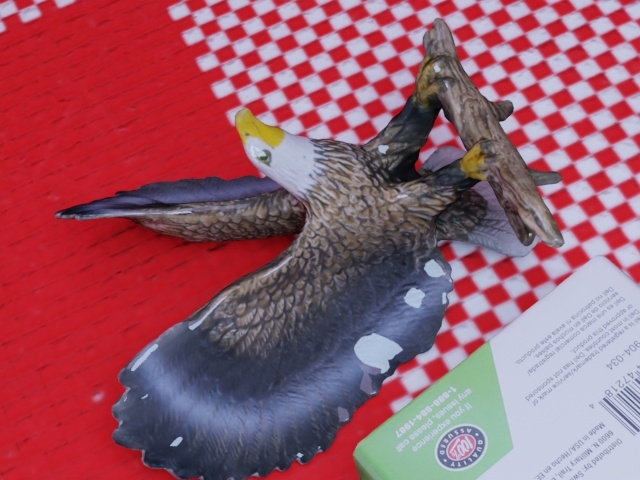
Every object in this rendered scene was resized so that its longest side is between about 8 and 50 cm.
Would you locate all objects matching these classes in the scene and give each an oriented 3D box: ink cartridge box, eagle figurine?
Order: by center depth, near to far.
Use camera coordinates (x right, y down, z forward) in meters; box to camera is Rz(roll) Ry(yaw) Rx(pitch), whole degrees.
[{"bbox_3d":[0.182,0.172,0.770,0.198,0.114,0.273,-36,59,-15],"label":"ink cartridge box"},{"bbox_3d":[-0.007,-0.008,0.901,0.298,0.225,0.226,-37,10,18],"label":"eagle figurine"}]
